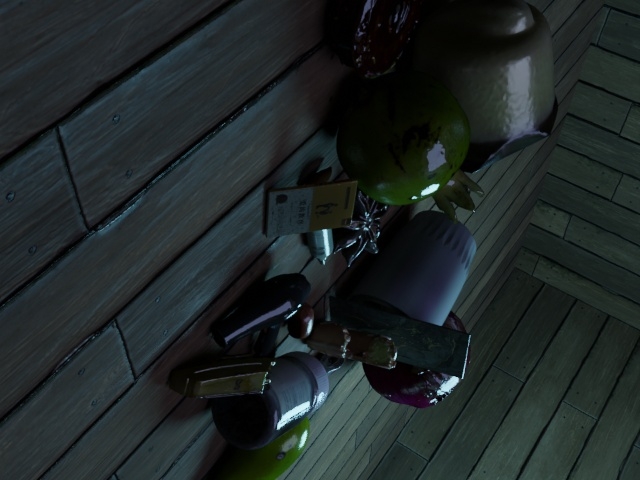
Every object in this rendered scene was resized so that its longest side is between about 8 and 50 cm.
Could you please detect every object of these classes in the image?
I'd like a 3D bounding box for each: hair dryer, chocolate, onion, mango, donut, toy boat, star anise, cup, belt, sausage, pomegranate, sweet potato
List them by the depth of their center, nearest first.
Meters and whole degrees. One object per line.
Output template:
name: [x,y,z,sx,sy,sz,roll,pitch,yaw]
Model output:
donut: [0.098,-0.399,1.335,0.235,0.089,0.235,-47,154,-32]
toy boat: [-0.187,0.258,1.485,0.226,0.088,0.068,1,113,-40]
pomegranate: [0.183,-0.173,1.504,0.260,0.341,0.260,-45,-166,15]
sweet potato: [-0.003,-0.118,1.530,0.095,0.034,0.034,-44,153,-33]
hair dryer: [-0.129,0.200,1.591,0.236,0.091,0.271,-33,150,-34]
chocolate: [0.322,-0.366,1.629,0.326,0.314,0.297,-28,133,0]
star anise: [0.086,-0.041,1.752,0.209,0.089,0.231,-34,142,-37]
sausage: [-0.044,0.184,1.777,0.054,0.059,0.094,-48,153,-45]
mango: [-0.144,0.517,1.868,0.293,0.143,0.175,-47,154,-11]
donut: [0.073,0.260,1.962,0.233,0.199,0.085,19,82,-33]
belt: [-0.014,0.361,2.049,0.232,0.071,0.053,-32,160,-48]
cup: [0.258,0.114,2.108,0.371,0.253,0.253,-52,157,-27]
onion: [0.260,0.307,2.355,0.347,0.348,0.385,-51,118,-24]

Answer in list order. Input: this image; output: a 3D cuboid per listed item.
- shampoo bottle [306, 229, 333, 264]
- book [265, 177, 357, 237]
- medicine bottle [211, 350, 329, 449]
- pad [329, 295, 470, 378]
shampoo bottle: [0.000,0.000,1.654,0.056,0.056,0.195,-52,156,-23]
book: [-0.018,-0.060,1.459,0.172,0.012,0.118,-9,137,-16]
medicine bottle: [-0.104,0.343,1.699,0.273,0.165,0.165,-9,125,-65]
pad: [0.198,0.255,2.005,0.247,0.368,0.007,84,25,-54]
